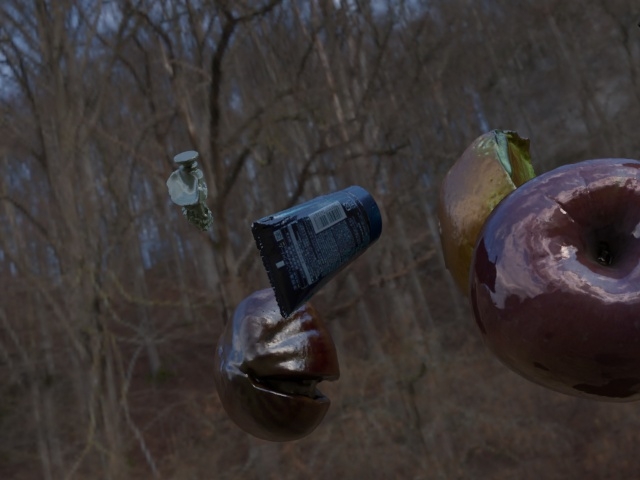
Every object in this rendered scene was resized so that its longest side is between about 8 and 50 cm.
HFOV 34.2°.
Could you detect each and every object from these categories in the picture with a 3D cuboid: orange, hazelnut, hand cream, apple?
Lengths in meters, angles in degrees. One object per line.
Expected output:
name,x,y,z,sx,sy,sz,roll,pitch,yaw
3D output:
orange,0.289,-0.009,1.667,0.196,0.263,0.335,-16,-38,-2
hazelnut,-0.081,0.201,1.701,0.217,0.252,0.217,3,-8,0
hand cream,0.000,0.000,1.318,0.061,0.120,0.270,-14,9,29
apple,0.325,0.051,1.199,0.305,0.306,0.235,-19,-30,4

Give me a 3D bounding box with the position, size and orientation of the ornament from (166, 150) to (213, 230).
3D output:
ornament,-0.155,-0.059,1.239,0.041,0.068,0.092,-27,-31,-30

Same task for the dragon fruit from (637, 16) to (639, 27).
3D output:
dragon fruit,0.488,-0.286,1.301,0.182,0.182,0.188,-26,-9,17
